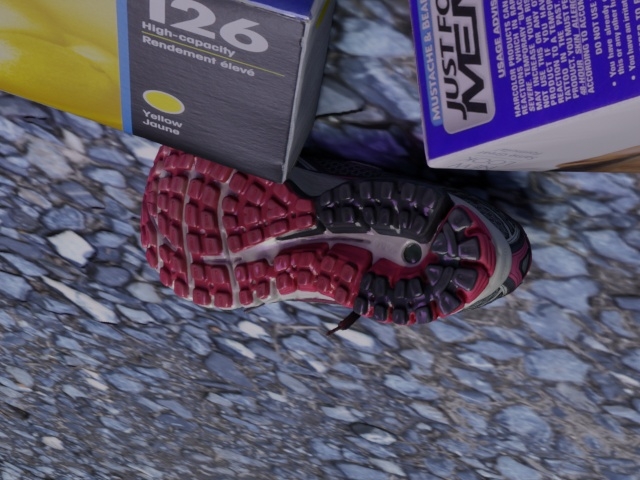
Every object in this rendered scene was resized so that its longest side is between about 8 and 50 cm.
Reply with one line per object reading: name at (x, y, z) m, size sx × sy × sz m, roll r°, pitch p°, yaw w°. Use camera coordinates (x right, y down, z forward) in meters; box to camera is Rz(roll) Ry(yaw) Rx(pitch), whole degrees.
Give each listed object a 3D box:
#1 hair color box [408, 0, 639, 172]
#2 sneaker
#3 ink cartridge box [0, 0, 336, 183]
hair color box at (0.210, -0.107, 0.687) m, size 0.185 × 0.110 × 0.339 m, roll -1°, pitch 173°, yaw -35°
sneaker at (0.000, 0.000, 1.183) m, size 0.299 × 0.121 × 0.112 m, roll 15°, pitch -172°, yaw 32°
ink cartridge box at (-0.142, -0.163, 0.996) m, size 0.304 × 0.072 × 0.307 m, roll 20°, pitch 159°, yaw 4°
